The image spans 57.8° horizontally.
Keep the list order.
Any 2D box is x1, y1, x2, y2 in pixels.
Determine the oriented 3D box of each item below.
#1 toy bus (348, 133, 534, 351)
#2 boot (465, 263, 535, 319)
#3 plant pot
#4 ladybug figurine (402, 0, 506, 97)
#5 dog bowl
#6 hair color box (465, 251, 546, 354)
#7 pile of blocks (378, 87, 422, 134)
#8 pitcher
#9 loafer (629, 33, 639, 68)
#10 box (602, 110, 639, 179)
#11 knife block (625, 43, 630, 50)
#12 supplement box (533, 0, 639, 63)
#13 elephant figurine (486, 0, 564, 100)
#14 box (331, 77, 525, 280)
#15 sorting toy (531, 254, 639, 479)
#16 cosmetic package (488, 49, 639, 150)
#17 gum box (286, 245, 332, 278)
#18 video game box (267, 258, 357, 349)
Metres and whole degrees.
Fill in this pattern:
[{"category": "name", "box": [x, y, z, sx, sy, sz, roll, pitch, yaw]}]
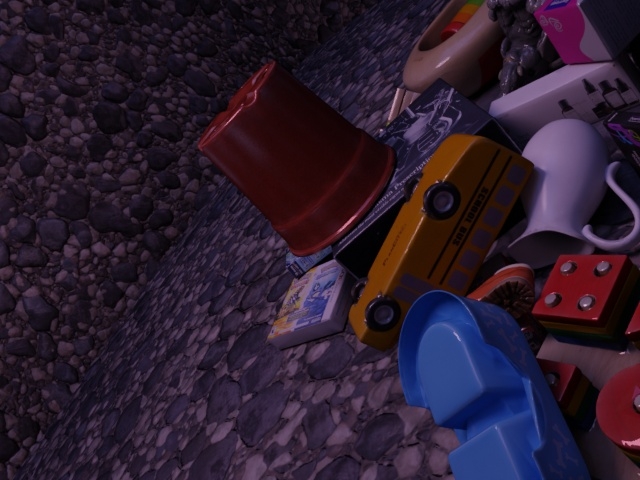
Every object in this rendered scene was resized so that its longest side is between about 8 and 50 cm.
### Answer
[{"category": "toy bus", "box": [0.165, 0.008, 0.851, 0.332, 0.130, 0.108, -64, 14, 8]}, {"category": "boot", "box": [0.218, 0.088, 0.768, 0.158, 0.059, 0.084, -40, 3, 33]}, {"category": "plant pot", "box": [-0.055, -0.156, 1.038, 0.272, 0.265, 0.272, -40, 24, 22]}, {"category": "ladybug figurine", "box": [0.389, -0.506, 1.407, 0.449, 0.162, 0.305, -50, 22, -4]}, {"category": "dog bowl", "box": [0.177, 0.192, 0.612, 0.166, 0.074, 0.297, 120, 143, -47]}, {"category": "hair color box", "box": [0.248, 0.101, 0.819, 0.093, 0.053, 0.167, -38, 26, 23]}, {"category": "pile of blocks", "box": [0.188, -0.191, 1.369, 0.113, 0.149, 0.362, 19, 73, 19]}, {"category": "pitcher", "box": [0.366, -0.071, 0.820, 0.178, 0.125, 0.207, -4, 58, 40]}, {"category": "loafer", "box": [0.533, -0.274, 0.884, 0.076, 0.078, 0.223, -38, 25, 24]}, {"category": "box", "box": [0.445, -0.109, 0.726, 0.029, 0.116, 0.162, -46, 23, -1]}, {"category": "knife block", "box": [0.574, -0.370, 0.955, 0.242, 0.088, 0.275, -33, 27, 33]}, {"category": "supplement box", "box": [0.468, -0.395, 0.910, 0.220, 0.114, 0.111, -47, 22, -3]}, {"category": "elephant figurine", "box": [0.434, -0.400, 1.205, 0.186, 0.239, 0.169, -10, 19, 16]}, {"category": "box", "box": [0.185, -0.094, 1.085, 0.343, 0.179, 0.312, -42, 22, 14]}, {"category": "sorting toy", "box": [0.324, 0.120, 0.605, 0.257, 0.089, 0.255, -55, 24, -18]}, {"category": "cosmetic package", "box": [0.419, -0.240, 1.006, 0.239, 0.099, 0.060, -22, 33, 48]}, {"category": "gum box", "box": [0.000, 0.000, 1.380, 0.184, 0.041, 0.157, -38, 14, 7]}, {"category": "video game box", "box": [-0.008, 0.128, 1.240, 0.205, 0.048, 0.187, -25, 28, 42]}]
